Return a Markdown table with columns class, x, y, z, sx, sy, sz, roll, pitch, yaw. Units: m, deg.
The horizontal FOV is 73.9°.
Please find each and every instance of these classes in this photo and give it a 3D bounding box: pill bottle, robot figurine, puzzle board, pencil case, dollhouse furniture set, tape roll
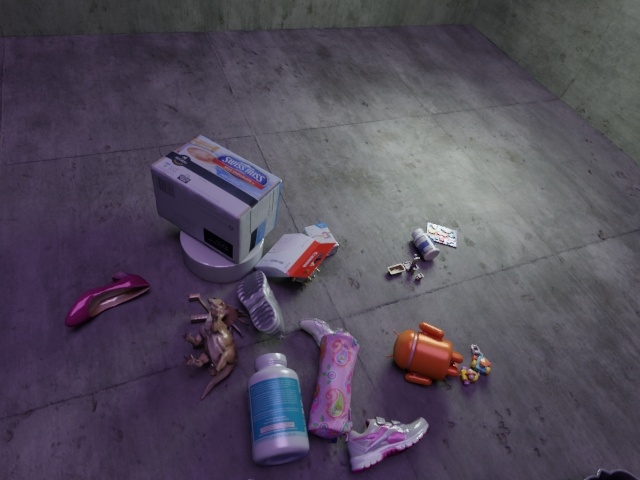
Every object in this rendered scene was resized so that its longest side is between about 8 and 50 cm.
| class | x | y | z | sx | sy | sz | roll | pitch | yaw |
| --- | --- | --- | --- | --- | --- | --- | --- | --- | --- |
| pill bottle | -0.120 | 0.444 | 1.139 | 0.146 | 0.146 | 0.264 | -3 | 52 | -14 |
| robot figurine | 0.321 | 0.350 | 1.313 | 0.219 | 0.158 | 0.128 | 15 | 35 | 11 |
| puzzle board | 0.499 | -0.025 | 1.746 | 0.128 | 0.011 | 0.096 | 16 | 50 | 1 |
| pencil case | 0.040 | 0.407 | 1.196 | 0.124 | 0.124 | 0.284 | 11 | 57 | -3 |
| dollhouse furniture set | 0.316 | 0.101 | 1.556 | 0.114 | 0.081 | 0.091 | -14 | 55 | -22 |
| pill bottle | 0.405 | 0.014 | 1.657 | 0.067 | 0.067 | 0.120 | -13 | 55 | -21 |
| tape roll | -0.340 | 0.006 | 1.489 | 0.286 | 0.100 | 0.286 | 6 | 49 | -7 |

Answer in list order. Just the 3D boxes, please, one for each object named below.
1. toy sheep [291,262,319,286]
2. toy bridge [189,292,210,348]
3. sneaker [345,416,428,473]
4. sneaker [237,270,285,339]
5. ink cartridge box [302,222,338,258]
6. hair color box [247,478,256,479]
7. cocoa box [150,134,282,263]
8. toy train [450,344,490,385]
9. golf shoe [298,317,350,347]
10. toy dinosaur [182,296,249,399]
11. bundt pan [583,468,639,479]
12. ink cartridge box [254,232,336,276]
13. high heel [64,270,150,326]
| class | x | y | z | sx | sy | sz | roll | pitch | yaw |
| --- | --- | --- | --- | --- | --- | --- | --- | --- | --- |
| toy sheep | -0.060 | 0.107 | 1.473 | 0.091 | 0.091 | 0.132 | 29 | 32 | 13 |
| toy bridge | -0.374 | 0.244 | 1.332 | 0.063 | 0.026 | 0.188 | -4 | 52 | -18 |
| sneaker | 0.178 | 0.528 | 1.159 | 0.252 | 0.103 | 0.111 | -13 | 56 | -22 |
| sneaker | -0.188 | 0.210 | 1.363 | 0.105 | 0.115 | 0.281 | -29 | 40 | 1 |
| ink cartridge box | 0.000 | 0.000 | 1.595 | 0.088 | 0.052 | 0.122 | -17 | 57 | -24 |
| hair color box | -0.026 | 0.690 | 0.981 | 0.339 | 0.110 | 0.185 | 13 | 51 | -3 |
| cocoa box | -0.334 | -0.140 | 1.393 | 0.347 | 0.231 | 0.228 | 30 | 51 | 13 |
| toy train | 0.473 | 0.392 | 1.370 | 0.166 | 0.046 | 0.125 | -14 | 55 | -22 |
| golf shoe | 0.005 | 0.304 | 1.337 | 0.176 | 0.069 | 0.086 | 20 | 56 | 7 |
| toy dinosaur | -0.290 | 0.301 | 1.249 | 0.127 | 0.200 | 0.295 | -12 | 75 | 20 |
| bundt pan | 0.765 | 0.767 | 1.067 | 0.331 | 0.124 | 0.331 | 6 | 49 | -7 |
| ink cartridge box | -0.088 | 0.047 | 1.451 | 0.189 | 0.232 | 0.066 | -50 | 118 | -38 |
| high heel | -0.640 | 0.187 | 1.291 | 0.117 | 0.082 | 0.244 | 19 | 36 | 17 |
